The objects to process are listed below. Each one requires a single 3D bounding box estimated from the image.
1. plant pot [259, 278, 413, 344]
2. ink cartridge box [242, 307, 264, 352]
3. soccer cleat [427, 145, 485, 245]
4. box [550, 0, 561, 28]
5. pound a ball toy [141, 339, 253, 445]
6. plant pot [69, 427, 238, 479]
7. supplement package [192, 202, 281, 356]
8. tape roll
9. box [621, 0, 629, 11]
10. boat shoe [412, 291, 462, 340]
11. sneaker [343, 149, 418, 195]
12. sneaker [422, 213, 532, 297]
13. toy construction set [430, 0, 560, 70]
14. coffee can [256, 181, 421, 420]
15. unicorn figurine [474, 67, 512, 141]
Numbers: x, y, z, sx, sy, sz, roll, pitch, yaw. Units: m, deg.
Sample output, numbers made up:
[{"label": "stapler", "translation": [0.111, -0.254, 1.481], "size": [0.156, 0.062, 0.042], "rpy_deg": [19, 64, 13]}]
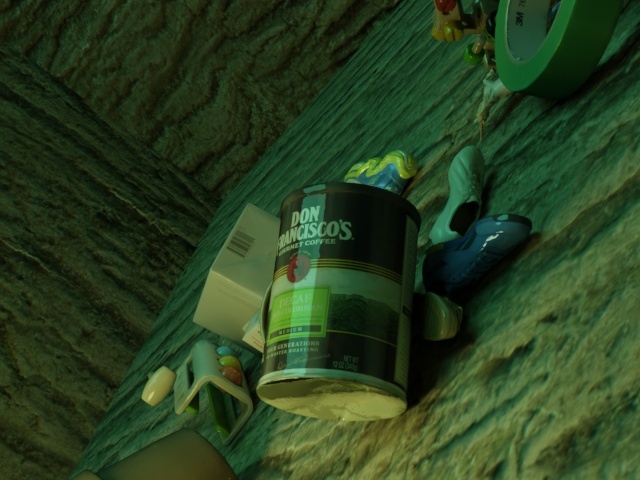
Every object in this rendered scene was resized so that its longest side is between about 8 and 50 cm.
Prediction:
[{"label": "plant pot", "translation": [0.035, 0.126, 1.475], "size": [0.237, 0.237, 0.110], "rpy_deg": [-57, -28, -13]}, {"label": "ink cartridge box", "translation": [-0.064, 0.168, 1.817], "size": [0.198, 0.115, 0.067], "rpy_deg": [-44, 16, 40]}, {"label": "soccer cleat", "translation": [0.229, -0.069, 1.515], "size": [0.076, 0.068, 0.196], "rpy_deg": [-23, 39, 57]}, {"label": "box", "translation": [0.468, -0.426, 1.634], "size": [0.178, 0.042, 0.109], "rpy_deg": [-46, 14, 37]}, {"label": "pound a ball toy", "translation": [-0.242, 0.278, 1.958], "size": [0.136, 0.208, 0.319], "rpy_deg": [-54, 12, 1]}, {"label": "plant pot", "translation": [-0.265, 0.438, 1.602], "size": [0.229, 0.263, 0.263], "rpy_deg": [-41, 6, -26]}, {"label": "supplement package", "translation": [-0.137, 0.090, 2.001], "size": [0.177, 0.175, 0.293], "rpy_deg": [-63, 1, -29]}, {"label": "tape roll", "translation": [0.370, -0.384, 1.505], "size": [0.321, 0.077, 0.321], "rpy_deg": [-171, 90, -79]}, {"label": "box", "translation": [0.482, -0.437, 1.526], "size": [0.136, 0.081, 0.028], "rpy_deg": [-53, 12, 2]}, {"label": "boat shoe", "translation": [0.163, 0.101, 1.299], "size": [0.170, 0.059, 0.063], "rpy_deg": [-143, 62, -80]}, {"label": "sneaker", "translation": [0.102, -0.104, 1.995], "size": [0.240, 0.091, 0.126], "rpy_deg": [-31, 26, 58]}, {"label": "sneaker", "translation": [0.214, 0.029, 1.321], "size": [0.209, 0.069, 0.082], "rpy_deg": [-33, 43, 52]}, {"label": "toy construction set", "translation": [0.276, -0.452, 1.831], "size": [0.257, 0.309, 0.237], "rpy_deg": [-28, -19, -20]}, {"label": "coffee can", "translation": [0.029, 0.087, 1.316], "size": [0.201, 0.201, 0.275], "rpy_deg": [-35, 43, 55]}, {"label": "unicorn figurine", "translation": [0.324, -0.269, 1.698], "size": [0.162, 0.060, 0.111], "rpy_deg": [-42, 17, 43]}]
